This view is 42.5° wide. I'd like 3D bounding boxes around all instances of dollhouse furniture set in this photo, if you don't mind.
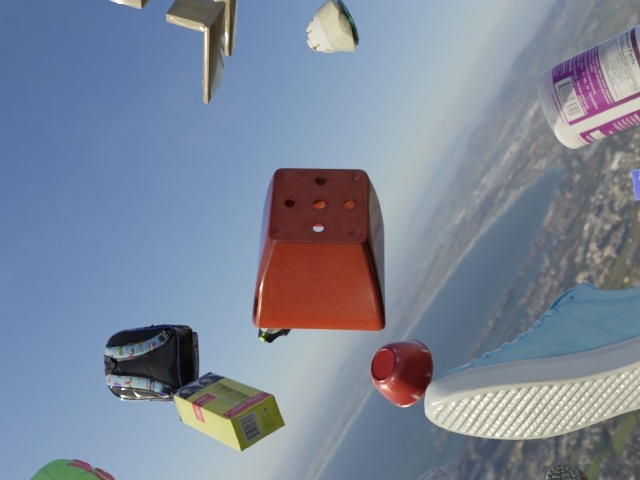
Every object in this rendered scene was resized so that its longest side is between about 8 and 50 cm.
[{"bbox_3d":[-0.190,-0.291,1.085,0.123,0.151,0.144,100,-170,-51],"label":"dollhouse furniture set"}]

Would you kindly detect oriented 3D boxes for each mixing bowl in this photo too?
[{"bbox_3d":[0.196,0.337,2.160,0.181,0.098,0.181,-30,48,41],"label":"mixing bowl"}]

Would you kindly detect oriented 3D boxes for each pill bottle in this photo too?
[{"bbox_3d":[0.579,-0.303,1.545,0.301,0.169,0.169,-23,20,34],"label":"pill bottle"}]

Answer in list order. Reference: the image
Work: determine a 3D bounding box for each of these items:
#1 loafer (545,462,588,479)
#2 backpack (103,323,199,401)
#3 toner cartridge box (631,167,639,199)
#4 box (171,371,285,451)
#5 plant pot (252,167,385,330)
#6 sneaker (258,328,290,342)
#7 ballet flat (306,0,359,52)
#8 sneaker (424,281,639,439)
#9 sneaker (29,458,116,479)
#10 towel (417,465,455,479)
[{"bbox_3d":[0.456,0.522,1.452,0.094,0.087,0.251,-9,73,43],"label":"loafer"},{"bbox_3d":[-0.345,0.249,1.670,0.117,0.173,0.158,3,-99,-73],"label":"backpack"},{"bbox_3d":[0.795,-0.130,1.709,0.348,0.165,0.075,-110,9,-86],"label":"toner cartridge box"},{"bbox_3d":[-0.154,0.270,1.322,0.087,0.058,0.232,-25,15,-28],"label":"box"},{"bbox_3d":[0.000,0.000,1.617,0.236,0.267,0.267,89,-177,-52],"label":"plant pot"},{"bbox_3d":[-0.088,0.162,1.847,0.097,0.084,0.234,-67,-14,21],"label":"sneaker"},{"bbox_3d":[0.011,-0.217,0.870,0.052,0.057,0.168,-27,6,7],"label":"ballet flat"},{"bbox_3d":[0.301,0.135,1.000,0.150,0.365,0.135,-92,-18,-46],"label":"sneaker"},{"bbox_3d":[-0.234,0.505,1.124,0.202,0.483,0.185,-49,7,-15],"label":"sneaker"},{"bbox_3d":[0.150,0.448,1.315,0.187,0.049,0.282,-38,-5,-3],"label":"towel"}]
